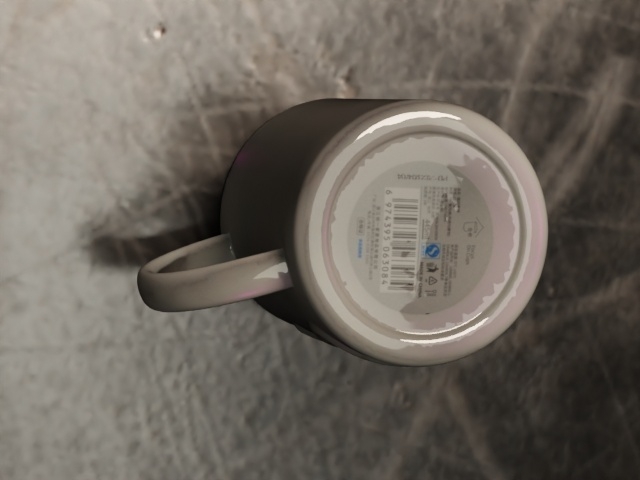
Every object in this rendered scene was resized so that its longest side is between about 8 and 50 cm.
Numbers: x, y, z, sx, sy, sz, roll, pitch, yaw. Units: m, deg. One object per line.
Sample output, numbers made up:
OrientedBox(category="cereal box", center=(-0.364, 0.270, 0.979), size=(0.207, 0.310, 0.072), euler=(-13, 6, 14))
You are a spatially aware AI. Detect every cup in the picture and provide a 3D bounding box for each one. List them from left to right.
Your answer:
OrientedBox(category="cup", center=(0.008, 0.006, 0.748), size=(0.136, 0.133, 0.099), euler=(-44, 104, -8))
